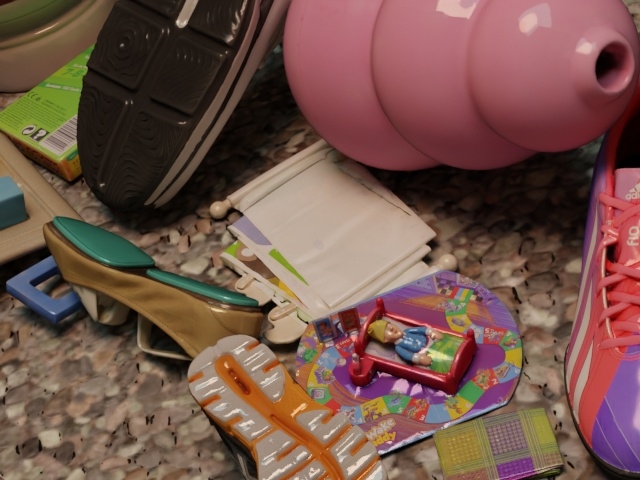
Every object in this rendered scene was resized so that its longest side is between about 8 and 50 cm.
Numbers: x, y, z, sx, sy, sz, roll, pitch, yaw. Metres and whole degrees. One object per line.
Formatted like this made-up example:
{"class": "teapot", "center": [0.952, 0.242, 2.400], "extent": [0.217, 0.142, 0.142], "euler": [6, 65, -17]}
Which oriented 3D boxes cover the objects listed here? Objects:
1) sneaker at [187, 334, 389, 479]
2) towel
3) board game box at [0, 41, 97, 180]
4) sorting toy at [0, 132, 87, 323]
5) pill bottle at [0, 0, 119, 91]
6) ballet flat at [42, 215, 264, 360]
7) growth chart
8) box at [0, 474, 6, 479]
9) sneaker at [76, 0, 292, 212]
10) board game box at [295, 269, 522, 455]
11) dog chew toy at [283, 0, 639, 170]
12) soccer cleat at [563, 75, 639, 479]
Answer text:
{"class": "sneaker", "center": [-0.012, 0.153, 0.929], "extent": [0.084, 0.083, 0.215], "euler": [-30, 48, -11]}
{"class": "towel", "center": [0.120, 0.145, 0.937], "extent": [0.083, 0.009, 0.060], "euler": [-16, 42, 3]}
{"class": "board game box", "center": [-0.190, -0.165, 1.351], "extent": [0.124, 0.039, 0.259], "euler": [28, 62, 39]}
{"class": "sorting toy", "center": [-0.328, -0.038, 1.205], "extent": [0.196, 0.047, 0.348], "euler": [-21, 45, -32]}
{"class": "pill bottle", "center": [-0.344, -0.353, 1.337], "extent": [0.224, 0.392, 0.224], "euler": [-10, 44, 10]}
{"class": "ballet flat", "center": [-0.148, 0.046, 1.090], "extent": [0.232, 0.080, 0.073], "euler": [23, 99, 35]}
{"class": "growth chart", "center": [0.000, 0.000, 1.122], "extent": [0.172, 0.021, 0.237], "euler": [-28, 43, -9]}
{"class": "box", "center": [-0.300, 0.280, 0.896], "extent": [0.290, 0.087, 0.169], "euler": [-39, 46, -20]}
{"class": "sneaker", "center": [-0.030, -0.205, 1.247], "extent": [0.169, 0.257, 0.447], "euler": [30, 96, 40]}
{"class": "board game box", "center": [0.062, 0.079, 0.995], "extent": [0.169, 0.033, 0.133], "euler": [-21, 50, -4]}
{"class": "dog chew toy", "center": [0.112, -0.145, 1.056], "extent": [0.206, 0.206, 0.332], "euler": [-38, 27, -19]}
{"class": "soccer cleat", "center": [0.224, 0.019, 0.949], "extent": [0.109, 0.116, 0.318], "euler": [-1, 46, 18]}
